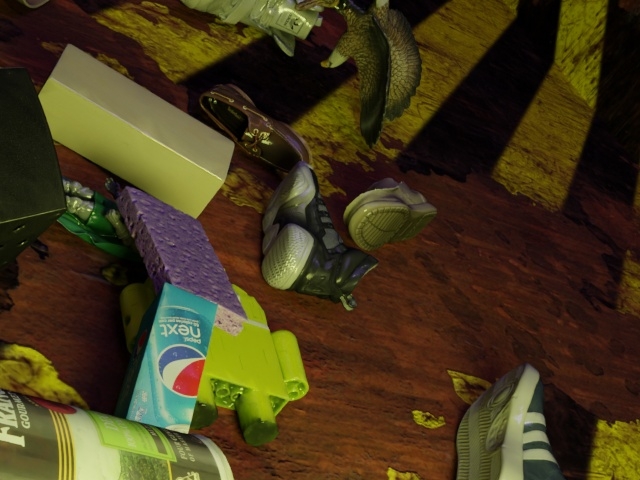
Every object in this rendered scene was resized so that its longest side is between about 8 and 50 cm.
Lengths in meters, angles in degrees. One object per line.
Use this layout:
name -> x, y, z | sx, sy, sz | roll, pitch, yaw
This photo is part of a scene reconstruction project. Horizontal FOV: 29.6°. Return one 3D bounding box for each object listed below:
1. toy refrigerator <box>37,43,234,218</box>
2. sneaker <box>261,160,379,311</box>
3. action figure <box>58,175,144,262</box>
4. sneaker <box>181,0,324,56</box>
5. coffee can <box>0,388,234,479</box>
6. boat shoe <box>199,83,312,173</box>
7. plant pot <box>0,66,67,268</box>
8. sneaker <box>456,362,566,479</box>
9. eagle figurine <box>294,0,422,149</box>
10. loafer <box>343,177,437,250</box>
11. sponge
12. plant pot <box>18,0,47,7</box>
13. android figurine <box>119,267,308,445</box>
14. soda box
toy refrigerator -> -0.261, -0.146, 1.668 | 0.269, 0.094, 0.102 | 30, 34, -16
sneaker -> 0.000, 0.000, 1.763 | 0.153, 0.101, 0.268 | 30, 33, -19
action figure -> -0.269, -0.032, 1.509 | 0.232, 0.063, 0.137 | 29, 24, -26
sneaker -> -0.117, -0.459, 2.310 | 0.210, 0.137, 0.366 | 38, 22, 4
coffee can -> -0.234, 0.225, 0.965 | 0.275, 0.201, 0.201 | 21, 31, -34
boat shoe -> -0.108, -0.173, 1.938 | 0.207, 0.073, 0.073 | 37, 26, 14
plant pot -> -0.382, -0.058, 1.280 | 0.167, 0.187, 0.188 | 57, 28, 7
sneaker -> 0.267, 0.301, 1.600 | 0.148, 0.131, 0.350 | 42, 31, -8
eagle figurine -> 0.094, -0.354, 2.296 | 0.298, 0.226, 0.225 | 56, -18, -7
loafer -> 0.099, -0.049, 1.977 | 0.092, 0.102, 0.268 | 46, 17, 18
sponge -> -0.165, 0.021, 1.434 | 0.117, 0.031, 0.210 | 29, 19, -38
plant pot -> -0.466, -0.520, 1.830 | 0.191, 0.284, 0.284 | 25, 26, 0
android figurine -> -0.129, 0.119, 1.448 | 0.248, 0.056, 0.273 | 22, 32, -30
soda box -> -0.166, 0.150, 1.260 | 0.067, 0.071, 0.210 | 24, 44, -15
